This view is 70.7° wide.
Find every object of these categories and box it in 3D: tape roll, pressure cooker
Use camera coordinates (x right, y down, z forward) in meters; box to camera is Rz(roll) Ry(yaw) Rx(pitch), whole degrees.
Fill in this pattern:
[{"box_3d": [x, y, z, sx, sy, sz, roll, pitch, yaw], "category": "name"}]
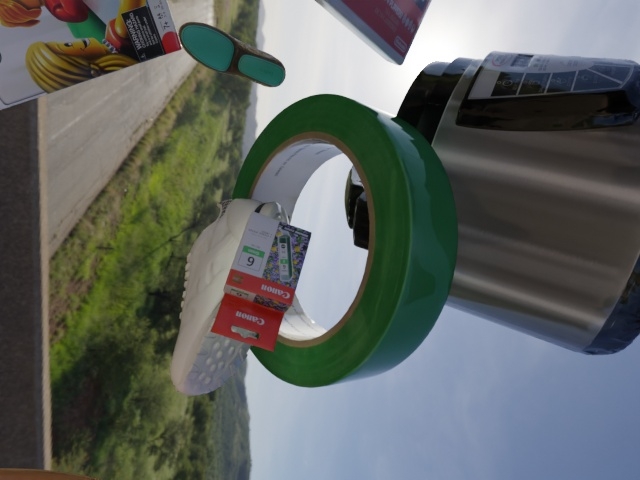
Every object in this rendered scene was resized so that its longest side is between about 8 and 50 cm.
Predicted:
[{"box_3d": [0.000, 0.000, 0.526, 0.321, 0.077, 0.321, -8, -101, 48], "category": "tape roll"}, {"box_3d": [0.250, -0.065, 0.659, 0.370, 0.420, 0.375, 30, 79, -66], "category": "pressure cooker"}]

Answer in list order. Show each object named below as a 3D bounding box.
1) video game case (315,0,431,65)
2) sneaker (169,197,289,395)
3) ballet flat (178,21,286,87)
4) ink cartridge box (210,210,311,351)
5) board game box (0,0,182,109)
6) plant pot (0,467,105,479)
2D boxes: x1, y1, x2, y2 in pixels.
[{"box_3d": [0.096, -0.326, 0.406, 0.204, 0.025, 0.285, -7, 125, -61], "category": "video game case"}, {"box_3d": [-0.115, 0.055, 0.512, 0.090, 0.095, 0.235, 69, 36, -55], "category": "sneaker"}, {"box_3d": [-0.164, -0.344, 0.841, 0.073, 0.206, 0.067, -59, -148, 21], "category": "ballet flat"}, {"box_3d": [-0.053, 0.036, 0.415, 0.029, 0.063, 0.115, 125, -18, -61], "category": "ink cartridge box"}, {"box_3d": [-0.246, -0.261, 0.343, 0.053, 0.193, 0.305, 57, -15, 28], "category": "board game box"}, {"box_3d": [-0.169, 0.268, 0.161, 0.291, 0.291, 0.203, -128, -127, -74], "category": "plant pot"}]
